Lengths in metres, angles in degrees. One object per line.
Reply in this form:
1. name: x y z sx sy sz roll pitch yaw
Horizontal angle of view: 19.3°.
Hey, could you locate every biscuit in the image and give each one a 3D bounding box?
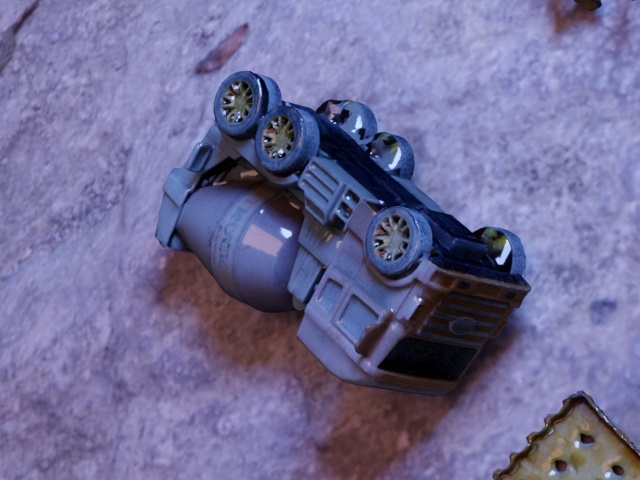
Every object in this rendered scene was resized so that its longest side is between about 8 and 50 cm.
1. biscuit: 0.119 0.196 1.043 0.203 0.016 0.144 -50 52 6

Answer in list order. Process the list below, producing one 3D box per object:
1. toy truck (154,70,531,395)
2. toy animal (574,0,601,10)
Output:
1. toy truck: 0.000 0.000 1.151 0.257 0.108 0.140 44 111 39
2. toy animal: 0.238 -0.241 1.115 0.275 0.054 0.149 -50 55 6
